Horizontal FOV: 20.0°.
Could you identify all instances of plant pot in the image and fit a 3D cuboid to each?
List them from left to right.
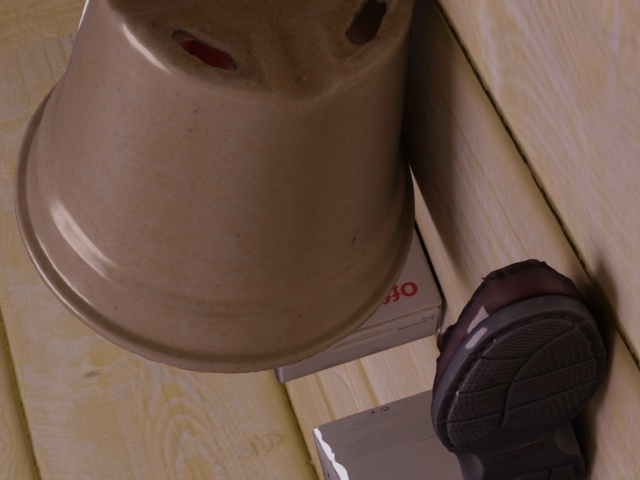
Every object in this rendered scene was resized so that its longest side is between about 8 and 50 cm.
[{"bbox_3d":[-0.061,-0.115,1.376,0.305,0.334,0.333,108,147,-58],"label":"plant pot"}]

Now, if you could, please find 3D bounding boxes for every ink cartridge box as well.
[{"bbox_3d":[0.000,0.000,1.633,0.092,0.160,0.219,87,166,-69],"label":"ink cartridge box"}]

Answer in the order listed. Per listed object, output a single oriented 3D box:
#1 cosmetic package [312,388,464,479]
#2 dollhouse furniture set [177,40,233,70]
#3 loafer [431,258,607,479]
[{"bbox_3d":[0.100,0.290,1.655,0.224,0.138,0.224,-129,22,-69],"label":"cosmetic package"},{"bbox_3d":[-0.097,-0.264,1.592,0.152,0.201,0.374,-121,16,-65],"label":"dollhouse furniture set"},{"bbox_3d":[0.116,0.084,1.153,0.302,0.109,0.095,78,176,-60],"label":"loafer"}]
